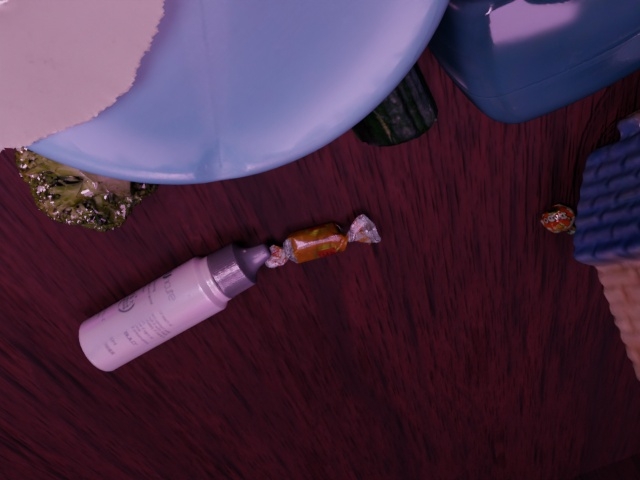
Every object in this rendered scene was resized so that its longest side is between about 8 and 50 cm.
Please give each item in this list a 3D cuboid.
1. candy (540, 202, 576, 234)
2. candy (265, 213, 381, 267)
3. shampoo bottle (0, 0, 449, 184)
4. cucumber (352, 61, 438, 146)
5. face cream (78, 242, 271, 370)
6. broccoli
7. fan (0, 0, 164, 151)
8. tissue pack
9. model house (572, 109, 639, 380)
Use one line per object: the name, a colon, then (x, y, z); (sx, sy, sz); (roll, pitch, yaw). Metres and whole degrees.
candy: (0.452, -0.019, 1.111); (0.055, 0.049, 0.184); (-15, 154, 40)
candy: (0.000, 0.000, 0.950); (0.182, 0.046, 0.053); (-13, 140, -1)
shampoo bottle: (-0.106, -0.262, 0.427); (0.331, 0.343, 0.331); (-10, 135, -10)
cucumber: (0.086, -0.176, 0.794); (0.116, 0.062, 0.115); (-30, 133, 8)
face cream: (-0.208, 0.088, 0.925); (0.311, 0.092, 0.092); (-29, 137, 10)
broccoli: (-0.263, -0.085, 0.705); (0.162, 0.138, 0.146); (42, 75, -34)
fan: (-0.145, -0.186, 0.229); (0.233, 0.012, 0.415); (13, 131, -31)
tissue pack: (0.264, -0.258, 0.675); (0.287, 0.198, 0.206); (-30, 135, 7)
model house: (0.645, -0.057, 0.872); (0.445, 0.400, 0.395); (-23, 177, -22)
